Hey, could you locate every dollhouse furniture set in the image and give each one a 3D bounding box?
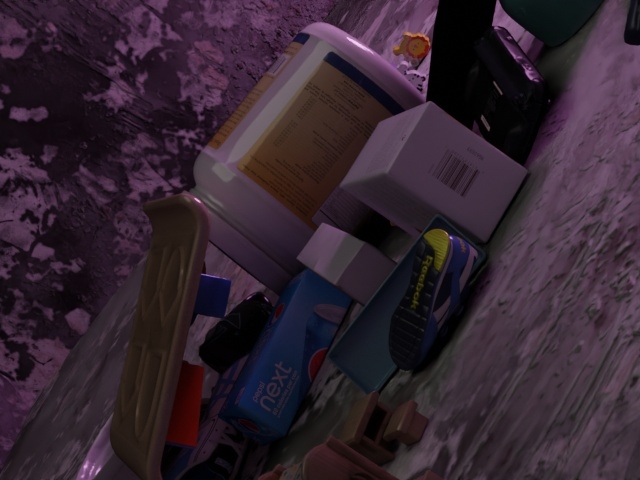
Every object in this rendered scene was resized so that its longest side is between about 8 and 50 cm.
[{"bbox_3d":[0.040,0.173,1.169,0.182,0.101,0.161,-39,20,54],"label":"dollhouse furniture set"}]

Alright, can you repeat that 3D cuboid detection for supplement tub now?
[{"bbox_3d":[-0.022,-0.102,1.794,0.316,0.228,0.228,-51,12,-3],"label":"supplement tub"}]

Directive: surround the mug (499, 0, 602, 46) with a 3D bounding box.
[{"bbox_3d":[0.268,-0.311,1.581,0.129,0.097,0.157,-47,15,36],"label":"mug"}]

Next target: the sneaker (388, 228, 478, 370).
[{"bbox_3d":[0.112,0.062,1.326,0.053,0.059,0.144,35,108,48],"label":"sneaker"}]

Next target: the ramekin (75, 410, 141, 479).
[{"bbox_3d":[-0.254,0.303,1.968,0.207,0.109,0.207,-53,13,17],"label":"ramekin"}]

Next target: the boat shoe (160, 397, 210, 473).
[{"bbox_3d":[-0.181,0.308,1.760,0.223,0.080,0.073,-58,16,16],"label":"boat shoe"}]

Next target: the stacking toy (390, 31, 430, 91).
[{"bbox_3d":[0.094,-0.214,2.143,0.221,0.052,0.167,-52,10,24],"label":"stacking toy"}]

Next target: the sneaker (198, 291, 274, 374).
[{"bbox_3d":[-0.102,0.132,1.853,0.106,0.101,0.267,-53,12,3],"label":"sneaker"}]

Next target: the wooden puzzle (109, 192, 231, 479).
[{"bbox_3d":[-0.183,0.124,1.688,0.322,0.080,0.348,177,101,-74],"label":"wooden puzzle"}]

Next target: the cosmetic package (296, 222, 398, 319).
[{"bbox_3d":[0.046,0.037,1.523,0.060,0.099,0.239,-56,12,-1],"label":"cosmetic package"}]

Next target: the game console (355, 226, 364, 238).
[{"bbox_3d":[0.000,0.000,1.882,0.122,0.107,0.071,-61,-16,-25],"label":"game console"}]

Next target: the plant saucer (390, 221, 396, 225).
[{"bbox_3d":[0.116,-0.049,1.678,0.083,0.015,0.083,-52,12,16],"label":"plant saucer"}]

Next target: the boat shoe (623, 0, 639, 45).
[{"bbox_3d":[0.352,-0.281,1.089,0.340,0.127,0.158,-61,20,-19],"label":"boat shoe"}]

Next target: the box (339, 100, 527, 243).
[{"bbox_3d":[0.116,-0.065,1.445,0.091,0.130,0.170,-59,13,-10],"label":"box"}]

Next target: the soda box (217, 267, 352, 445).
[{"bbox_3d":[-0.040,0.138,1.655,0.067,0.071,0.210,-35,23,58],"label":"soda box"}]

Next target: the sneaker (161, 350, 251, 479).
[{"bbox_3d":[-0.115,0.243,1.675,0.086,0.085,0.237,17,72,55],"label":"sneaker"}]

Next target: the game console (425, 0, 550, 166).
[{"bbox_3d":[0.184,-0.182,1.553,0.361,0.044,0.213,-107,21,-59],"label":"game console"}]

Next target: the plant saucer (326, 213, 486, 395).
[{"bbox_3d":[0.087,0.067,1.382,0.192,0.067,0.018,-52,-17,13],"label":"plant saucer"}]
